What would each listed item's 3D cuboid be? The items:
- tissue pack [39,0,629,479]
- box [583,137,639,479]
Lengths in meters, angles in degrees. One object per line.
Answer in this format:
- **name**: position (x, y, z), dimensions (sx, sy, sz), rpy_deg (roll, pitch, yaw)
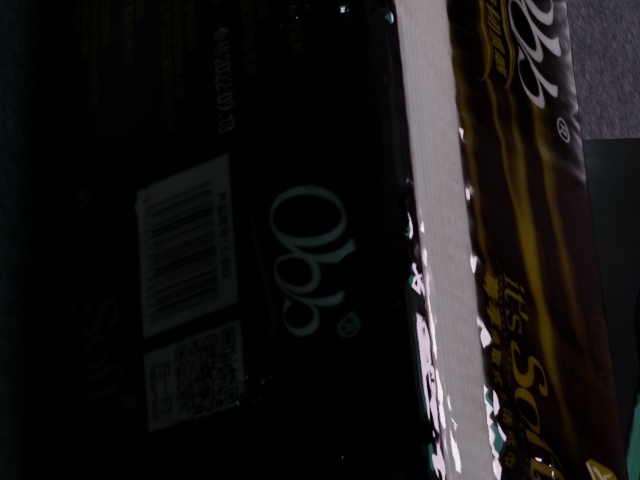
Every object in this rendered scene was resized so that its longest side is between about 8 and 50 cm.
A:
- **tissue pack**: position (0.000, 0.000, 0.813), dimensions (0.198, 0.210, 0.370), rpy_deg (38, 42, -50)
- **box**: position (0.133, 0.086, 1.010), dimensions (0.264, 0.106, 0.336), rpy_deg (-62, 158, -56)
